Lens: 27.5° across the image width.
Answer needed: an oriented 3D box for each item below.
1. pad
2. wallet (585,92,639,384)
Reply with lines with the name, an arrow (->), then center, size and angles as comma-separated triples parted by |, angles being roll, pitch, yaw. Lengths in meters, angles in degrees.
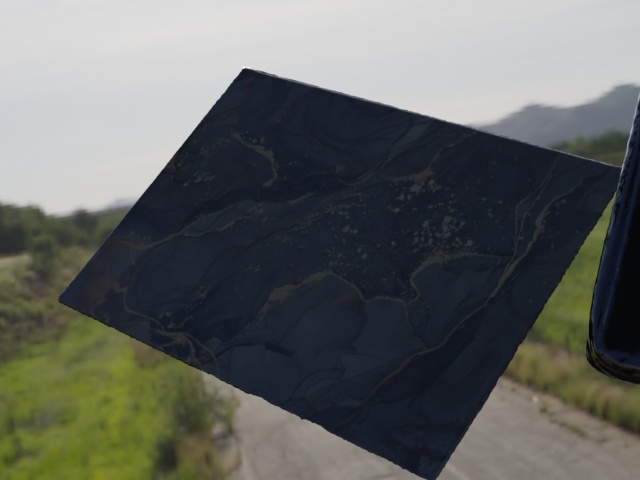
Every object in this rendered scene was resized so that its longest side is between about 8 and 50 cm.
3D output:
pad -> 0.000, 0.000, 0.915 | 0.368, 0.007, 0.247 | 20, 66, 40
wallet -> 0.239, -0.017, 0.731 | 0.149, 0.250, 0.044 | 14, -17, 14
